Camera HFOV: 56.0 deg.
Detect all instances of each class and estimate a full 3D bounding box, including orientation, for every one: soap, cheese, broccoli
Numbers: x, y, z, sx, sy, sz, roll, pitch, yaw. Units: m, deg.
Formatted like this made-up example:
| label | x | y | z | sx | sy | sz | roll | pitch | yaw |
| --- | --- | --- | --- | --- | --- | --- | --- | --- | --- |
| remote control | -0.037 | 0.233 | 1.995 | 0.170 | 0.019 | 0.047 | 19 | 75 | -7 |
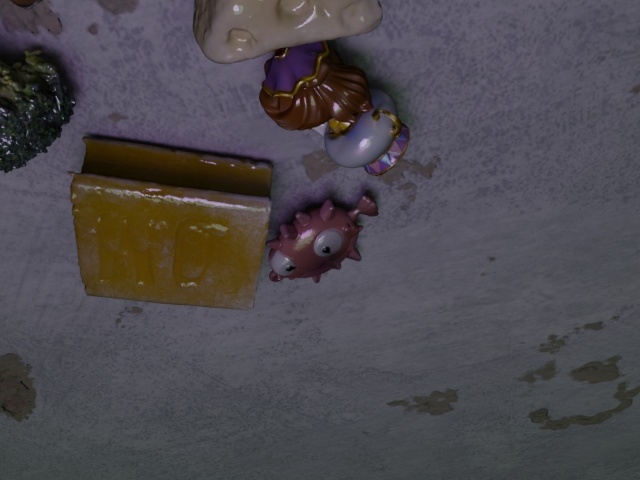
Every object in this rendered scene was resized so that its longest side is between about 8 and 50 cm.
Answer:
| label | x | y | z | sx | sy | sz | roll | pitch | yaw |
| --- | --- | --- | --- | --- | --- | --- | --- | --- | --- |
| soap | -0.265 | -0.019 | 1.095 | 0.335 | 0.156 | 0.293 | 7 | 129 | -10 |
| cheese | -0.071 | -0.354 | 0.747 | 0.251 | 0.174 | 0.248 | -19 | 131 | 7 |
| broccoli | -0.525 | -0.209 | 0.889 | 0.263 | 0.247 | 0.243 | -36 | 98 | -19 |

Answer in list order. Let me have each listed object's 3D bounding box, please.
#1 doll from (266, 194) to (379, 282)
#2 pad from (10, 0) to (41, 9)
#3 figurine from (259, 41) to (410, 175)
| label | x | y | z | sx | sy | sz | roll | pitch | yaw |
| --- | --- | --- | --- | --- | --- | --- | --- | --- | --- |
| doll | 0.000 | 0.000 | 1.150 | 0.262 | 0.093 | 0.211 | -32 | 144 | 13 |
| pad | -0.351 | -0.450 | 0.675 | 0.284 | 0.018 | 0.286 | -25 | 119 | 23 |
| figurine | 0.018 | -0.209 | 0.920 | 0.263 | 0.142 | 0.189 | 33 | 159 | -33 |
